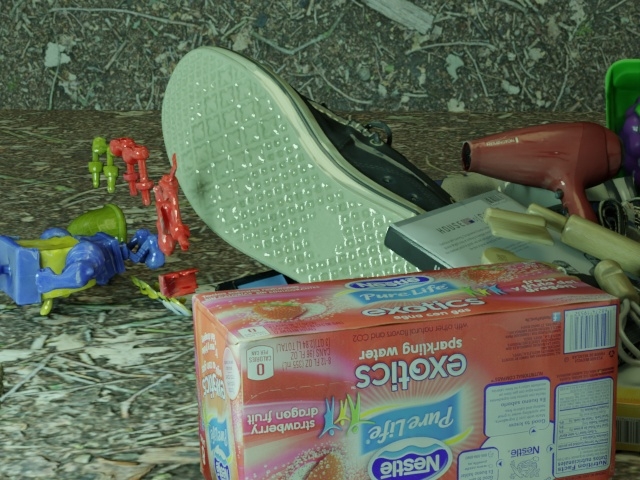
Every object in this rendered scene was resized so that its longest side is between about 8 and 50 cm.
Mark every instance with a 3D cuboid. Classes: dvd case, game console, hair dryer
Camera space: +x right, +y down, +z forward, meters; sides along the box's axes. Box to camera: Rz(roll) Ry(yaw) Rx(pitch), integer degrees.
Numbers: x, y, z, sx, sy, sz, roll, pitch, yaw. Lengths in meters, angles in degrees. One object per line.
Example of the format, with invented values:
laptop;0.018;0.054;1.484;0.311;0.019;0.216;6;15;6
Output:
dvd case;0.202;0.035;1.271;0.239;0.029;0.179;35;33;31
game console;-0.030;0.067;1.443;0.122;0.107;0.071;-13;-22;-46
hair dryer;0.295;-0.050;1.551;0.294;0.080;0.223;29;46;13

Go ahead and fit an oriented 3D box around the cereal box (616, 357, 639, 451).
cereal box;0.342;0.129;1.194;0.173;0.047;0.240;1;13;20

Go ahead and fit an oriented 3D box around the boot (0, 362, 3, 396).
boot;-0.295;0.138;0.911;0.213;0.165;0.077;7;14;26

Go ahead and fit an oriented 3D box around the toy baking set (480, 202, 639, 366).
toy baking set;0.254;0.043;1.228;0.256;0.030;0.197;23;32;11

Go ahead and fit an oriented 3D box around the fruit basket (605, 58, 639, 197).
fruit basket;0.594;-0.161;1.951;0.392;0.282;0.392;0;-3;0

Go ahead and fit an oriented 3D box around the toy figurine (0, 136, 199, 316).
toy figurine;-0.302;-0.008;1.565;0.217;0.191;0.362;-12;15;-23

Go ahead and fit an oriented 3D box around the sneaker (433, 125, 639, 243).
sneaker;0.221;-0.046;1.674;0.316;0.127;0.182;3;43;-11

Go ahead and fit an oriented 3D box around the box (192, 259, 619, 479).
box;0.064;0.113;1.049;0.300;0.154;0.142;-6;13;-18

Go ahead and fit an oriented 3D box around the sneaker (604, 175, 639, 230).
sneaker;0.341;-0.057;1.919;0.153;0.099;0.282;-9;21;-15

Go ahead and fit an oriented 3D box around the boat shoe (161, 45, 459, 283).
boat shoe;0.008;-0.046;1.490;0.500;0.186;0.156;38;22;31
